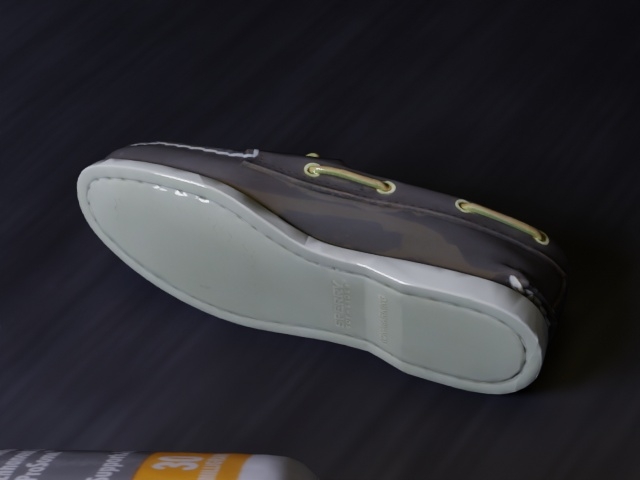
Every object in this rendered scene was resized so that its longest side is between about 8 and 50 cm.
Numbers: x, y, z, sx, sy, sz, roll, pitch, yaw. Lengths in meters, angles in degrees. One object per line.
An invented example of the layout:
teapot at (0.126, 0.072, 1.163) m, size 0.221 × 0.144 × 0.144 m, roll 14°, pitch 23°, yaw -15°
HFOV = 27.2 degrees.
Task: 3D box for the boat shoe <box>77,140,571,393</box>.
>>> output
boat shoe at (0.000, 0.000, 0.607) m, size 0.228 × 0.081 × 0.068 m, roll 20°, pitch 48°, yaw 13°

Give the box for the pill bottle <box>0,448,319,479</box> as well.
pill bottle at (-0.138, 0.146, 0.423) m, size 0.278 × 0.162 × 0.162 m, roll 1°, pitch 47°, yaw 6°
